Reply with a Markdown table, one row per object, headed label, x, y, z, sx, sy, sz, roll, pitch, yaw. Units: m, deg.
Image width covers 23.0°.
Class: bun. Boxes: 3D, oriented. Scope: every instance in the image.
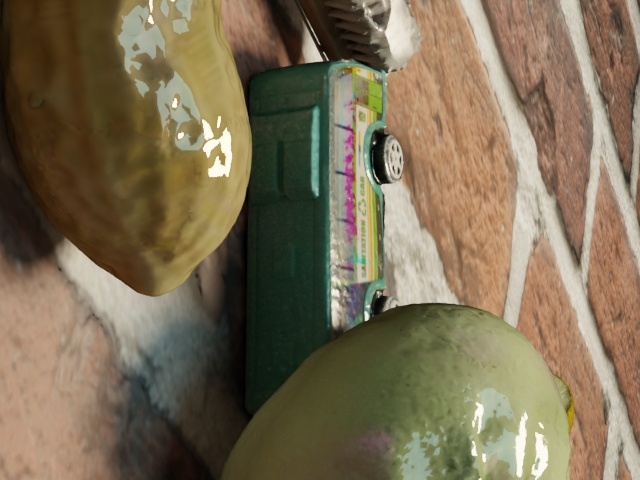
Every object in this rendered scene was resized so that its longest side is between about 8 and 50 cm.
| label | x | y | z | sx | sy | sz | roll | pitch | yaw |
| --- | --- | --- | --- | --- | --- | --- | --- | --- | --- |
| bun | 0.068 | 0.183 | 1.011 | 0.283 | 0.179 | 0.283 | -29 | 136 | -33 |

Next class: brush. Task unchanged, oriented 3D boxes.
| label | x | y | z | sx | sy | sz | roll | pitch | yaw |
| --- | --- | --- | --- | --- | --- | --- | --- | --- | --- |
| brush | -0.007 | -0.237 | 1.091 | 0.070 | 0.065 | 0.327 | -47 | 128 | -23 |

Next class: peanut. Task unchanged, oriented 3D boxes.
| label | x | y | z | sx | sy | sz | roll | pitch | yaw |
| --- | --- | --- | --- | --- | --- | --- | --- | --- | --- |
| peanut | -0.103 | -0.121 | 0.805 | 0.149 | 0.149 | 0.313 | -41 | 126 | -63 |

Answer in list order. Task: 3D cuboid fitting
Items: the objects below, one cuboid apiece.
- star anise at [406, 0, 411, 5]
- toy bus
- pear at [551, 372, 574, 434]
| label | x | y | z | sx | sy | sz | roll | pitch | yaw |
| --- | --- | --- | --- | --- | --- | --- | --- | --- | --- |
| star anise | 0.020 | -0.260 | 1.220 | 0.181 | 0.061 | 0.204 | -1 | 86 | -61 |
| toy bus | 0.000 | 0.000 | 1.107 | 0.109 | 0.091 | 0.261 | 16 | 71 | -60 |
| pear | 0.156 | 0.170 | 1.404 | 0.141 | 0.141 | 0.104 | -62 | 158 | -52 |
